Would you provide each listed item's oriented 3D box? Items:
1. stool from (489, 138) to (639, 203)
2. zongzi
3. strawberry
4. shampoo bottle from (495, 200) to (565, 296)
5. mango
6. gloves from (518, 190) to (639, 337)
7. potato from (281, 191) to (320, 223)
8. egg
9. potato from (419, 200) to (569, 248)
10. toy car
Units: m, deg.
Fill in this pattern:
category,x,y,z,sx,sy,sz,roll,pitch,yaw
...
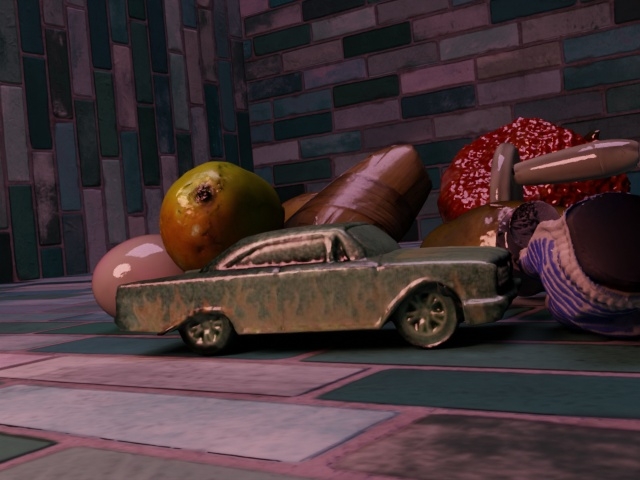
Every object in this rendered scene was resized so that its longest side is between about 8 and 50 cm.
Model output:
category,x,y,z,sx,sy,sz,roll,pitch,yaw
stool,0.353,-0.051,1.115,0.199,0.195,0.195,-3,1,22
zongzi,0.013,-0.011,0.953,0.221,0.112,0.242,-46,14,-23
strawberry,0.379,-0.086,1.480,0.351,0.267,0.312,-23,38,-23
shampoo bottle,0.202,0.009,0.752,0.072,0.072,0.214,-5,-13,11
mango,-0.101,-0.018,0.834,0.125,0.111,0.233,-43,-5,2
gloves,0.200,0.020,0.557,0.119,0.097,0.229,18,3,16
potato,0.000,0.000,1.159,0.174,0.159,0.251,19,-12,-9
egg,-0.187,0.044,0.870,0.135,0.103,0.103,-8,2,-40
potato,0.245,0.004,0.975,0.272,0.111,0.160,-5,3,29
toy car,-0.003,0.036,0.644,0.321,0.097,0.141,-5,2,19
